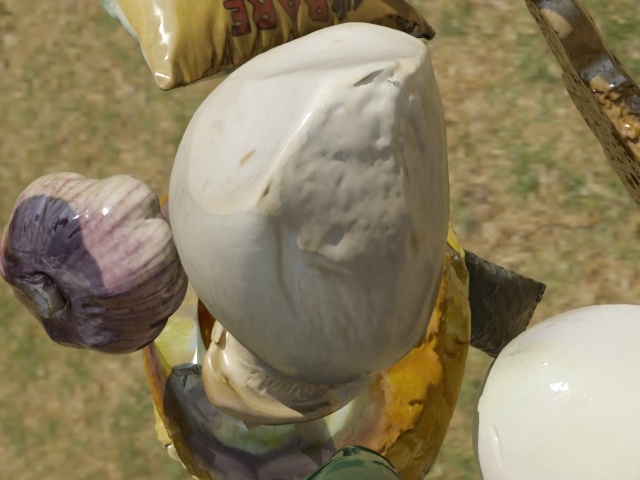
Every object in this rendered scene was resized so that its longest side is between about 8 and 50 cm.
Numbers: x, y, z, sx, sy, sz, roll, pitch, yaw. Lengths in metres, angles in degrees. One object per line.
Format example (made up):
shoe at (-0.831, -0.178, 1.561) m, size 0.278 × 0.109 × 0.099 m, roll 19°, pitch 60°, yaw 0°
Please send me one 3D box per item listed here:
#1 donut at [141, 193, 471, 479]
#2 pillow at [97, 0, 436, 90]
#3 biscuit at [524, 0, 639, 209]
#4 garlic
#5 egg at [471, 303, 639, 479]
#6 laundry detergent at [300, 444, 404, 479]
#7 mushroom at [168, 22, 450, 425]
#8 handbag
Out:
donut at (-0.020, 0.071, 1.601) m, size 0.330 × 0.160 × 0.330 m, roll -5°, pitch 70°, yaw 13°
pillow at (-0.095, -0.263, 1.678) m, size 0.312 × 0.310 × 0.119 m, roll 53°, pitch 134°, yaw 23°
biscuit at (0.257, -0.100, 1.589) m, size 0.047 × 0.320 × 0.183 m, roll -38°, pitch 29°, yaw 0°
garlic at (-0.171, 0.021, 1.378) m, size 0.159 × 0.102 × 0.147 m, roll -21°, pitch 115°, yaw 47°
egg at (0.228, 0.141, 1.596) m, size 0.271 × 0.206 × 0.162 m, roll -32°, pitch 105°, yaw 26°
laundry detergent at (-0.008, 0.162, 0.881) m, size 0.078 × 0.221 × 0.144 m, roll 24°, pitch 85°, yaw -2°
mushroom at (-0.002, -0.001, 0.627) m, size 0.088 × 0.212 × 0.097 m, roll 3°, pitch 70°, yaw 4°
handbag at (0.098, 0.047, 1.827) m, size 0.175 × 0.270 × 0.089 m, roll 15°, pitch 86°, yaw 39°
